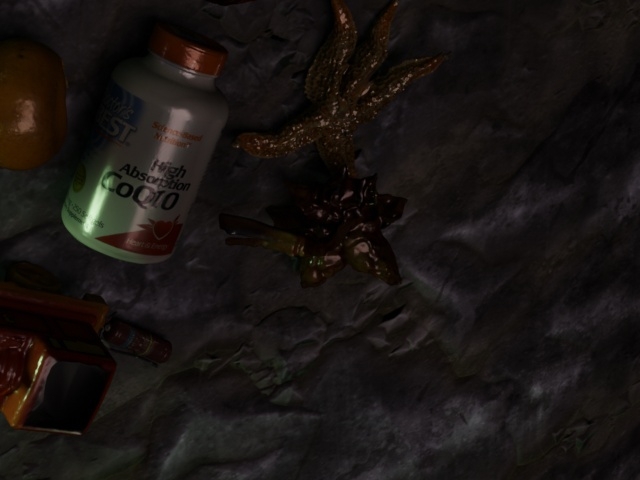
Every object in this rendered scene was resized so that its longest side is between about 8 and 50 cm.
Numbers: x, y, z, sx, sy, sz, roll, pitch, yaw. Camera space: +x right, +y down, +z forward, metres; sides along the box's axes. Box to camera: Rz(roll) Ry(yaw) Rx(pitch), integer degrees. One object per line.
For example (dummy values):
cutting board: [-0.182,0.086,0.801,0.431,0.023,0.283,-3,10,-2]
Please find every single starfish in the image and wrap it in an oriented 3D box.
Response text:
starfish: [0.056,-0.207,1.592,0.301,0.084,0.293,23,104,-37]

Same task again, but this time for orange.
orange: [-0.362,-0.162,1.296,0.134,0.156,0.156,10,113,-16]

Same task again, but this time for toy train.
toy train: [-0.411,0.131,1.386,0.369,0.231,0.163,16,105,-41]

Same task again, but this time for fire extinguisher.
fire extinguisher: [-0.278,0.143,1.615,0.132,0.039,0.056,31,89,-42]

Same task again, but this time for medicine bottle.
medicine bottle: [-0.214,-0.127,1.406,0.157,0.157,0.289,10,112,-38]

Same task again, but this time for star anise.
star anise: [-0.006,-0.009,1.620,0.346,0.148,0.237,11,136,-44]

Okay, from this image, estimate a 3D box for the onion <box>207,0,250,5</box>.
onion: [-0.102,-0.402,1.279,0.207,0.216,0.206,-31,128,-5]
